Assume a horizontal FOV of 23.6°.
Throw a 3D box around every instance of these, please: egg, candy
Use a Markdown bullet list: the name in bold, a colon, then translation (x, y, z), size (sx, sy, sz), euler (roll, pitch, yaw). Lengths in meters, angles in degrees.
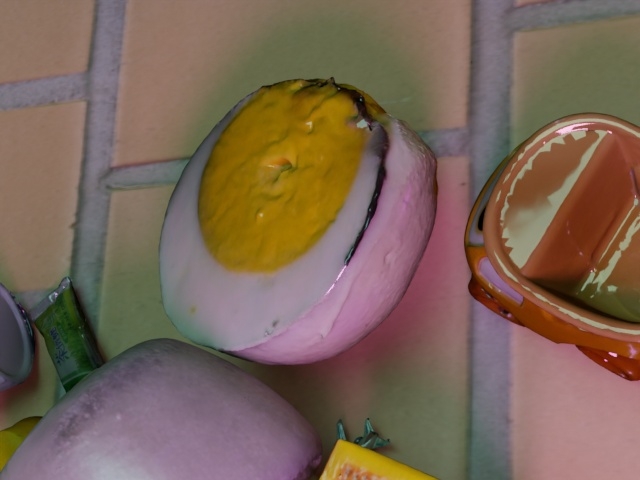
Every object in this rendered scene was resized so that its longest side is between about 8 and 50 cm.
- **egg**: translation (0.000, 0.000, 1.612), size (0.337, 0.201, 0.337), euler (-29, 46, 36)
- **candy**: translation (0.104, 0.272, 1.426), size (0.146, 0.276, 0.088), euler (18, 79, 28)

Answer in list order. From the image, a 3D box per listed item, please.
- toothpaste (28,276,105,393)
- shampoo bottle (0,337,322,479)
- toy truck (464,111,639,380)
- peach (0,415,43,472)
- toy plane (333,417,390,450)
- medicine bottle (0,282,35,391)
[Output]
- **toothpaste**: translation (-0.270, 0.157, 1.759), size (0.078, 0.047, 0.248), euler (-42, 58, 22)
- **shampoo bottle**: translation (-0.148, 0.268, 1.501), size (0.322, 0.322, 0.317), euler (-43, 82, 3)
- **toy truck**: translation (0.272, 0.004, 1.494), size (0.288, 0.211, 0.204), euler (30, 84, 25)
- **peach**: translation (-0.296, 0.259, 1.683), size (0.118, 0.151, 0.151), euler (-10, 66, -4)
- **toy plane**: translation (0.036, 0.228, 1.611), size (0.083, 0.033, 0.080), euler (-47, 61, 9)
- **medicine bottle**: translation (-0.504, 0.156, 1.792), size (0.318, 0.158, 0.158), euler (-23, 64, 14)
